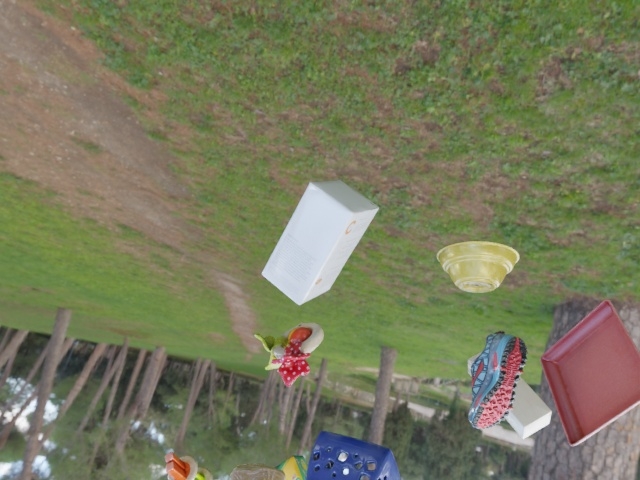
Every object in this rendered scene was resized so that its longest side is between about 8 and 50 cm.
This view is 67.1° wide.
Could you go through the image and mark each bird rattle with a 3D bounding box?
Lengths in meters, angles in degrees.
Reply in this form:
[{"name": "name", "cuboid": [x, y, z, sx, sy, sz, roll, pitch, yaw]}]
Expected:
[{"name": "bird rattle", "cuboid": [-0.083, 0.312, 1.451, 0.143, 0.207, 0.253, 59, 153, -8]}]

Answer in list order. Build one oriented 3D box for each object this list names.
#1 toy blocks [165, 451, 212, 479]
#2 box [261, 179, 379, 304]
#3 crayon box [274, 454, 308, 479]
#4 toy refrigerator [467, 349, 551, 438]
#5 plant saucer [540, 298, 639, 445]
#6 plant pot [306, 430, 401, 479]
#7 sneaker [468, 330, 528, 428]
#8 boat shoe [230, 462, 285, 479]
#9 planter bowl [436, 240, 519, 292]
[{"name": "toy blocks", "cuboid": [-0.236, 0.386, 0.741, 0.054, 0.123, 0.148, -2, 138, 23]}, {"name": "box", "cuboid": [0.000, 0.000, 1.519, 0.168, 0.345, 0.215, 37, -157, 18]}, {"name": "crayon box", "cuboid": [-0.092, 0.949, 1.738, 0.165, 0.278, 0.081, -35, 145, 10]}, {"name": "toy refrigerator", "cuboid": [0.595, 0.481, 1.540, 0.269, 0.102, 0.094, 54, 166, 47]}, {"name": "plant saucer", "cuboid": [0.651, 0.313, 1.136, 0.048, 0.258, 0.259, 20, 127, -10]}, {"name": "plant pot", "cuboid": [0.080, 0.708, 1.343, 0.236, 0.212, 0.236, 0, 123, 31]}, {"name": "sneaker", "cuboid": [0.455, 0.369, 1.286, 0.104, 0.262, 0.125, 24, 179, -19]}, {"name": "boat shoe", "cuboid": [-0.192, 0.724, 1.508, 0.170, 0.063, 0.059, 4, -175, 0]}, {"name": "planter bowl", "cuboid": [0.426, 0.086, 1.314, 0.217, 0.090, 0.217, 7, 156, 3]}]
